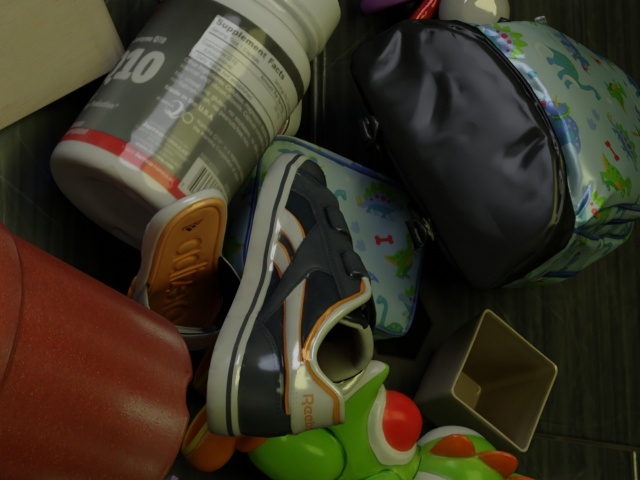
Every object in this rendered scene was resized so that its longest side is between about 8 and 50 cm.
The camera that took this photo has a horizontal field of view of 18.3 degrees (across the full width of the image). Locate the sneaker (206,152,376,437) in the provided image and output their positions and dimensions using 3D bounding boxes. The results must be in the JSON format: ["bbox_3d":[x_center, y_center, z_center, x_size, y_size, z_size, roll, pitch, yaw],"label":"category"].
[{"bbox_3d":[-0.008,0.051,1.764,0.127,0.126,0.321,4,46,9],"label":"sneaker"}]

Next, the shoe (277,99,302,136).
[{"bbox_3d":[-0.064,-0.190,1.996,0.081,0.063,0.178,9,74,-38],"label":"shoe"}]

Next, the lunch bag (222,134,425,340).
[{"bbox_3d":[0.000,0.000,1.969,0.219,0.090,0.176,22,65,-30],"label":"lunch bag"}]

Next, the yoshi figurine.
[{"bbox_3d":[0.037,0.229,1.885,0.362,0.203,0.203,27,81,-14],"label":"yoshi figurine"}]

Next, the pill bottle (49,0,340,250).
[{"bbox_3d":[-0.111,-0.137,1.851,0.161,0.161,0.283,41,67,-20],"label":"pill bottle"}]

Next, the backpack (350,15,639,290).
[{"bbox_3d":[0.215,-0.082,2.030,0.290,0.273,0.355,63,7,19],"label":"backpack"}]

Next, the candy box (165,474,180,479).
[{"bbox_3d":[-0.107,0.336,1.789,0.196,0.070,0.165,38,57,-15],"label":"candy box"}]

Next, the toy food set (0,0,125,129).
[{"bbox_3d":[-0.331,-0.209,1.801,0.306,0.092,0.219,-34,109,-37],"label":"toy food set"}]

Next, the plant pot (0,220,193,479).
[{"bbox_3d":[-0.267,0.112,1.644,0.265,0.272,0.272,25,62,-38],"label":"plant pot"}]

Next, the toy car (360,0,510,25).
[{"bbox_3d":[0.111,-0.262,2.118,0.136,0.159,0.182,-28,95,-2],"label":"toy car"}]

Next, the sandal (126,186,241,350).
[{"bbox_3d":[-0.116,0.049,1.769,0.102,0.265,0.076,-24,68,-16],"label":"sandal"}]

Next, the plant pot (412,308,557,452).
[{"bbox_3d":[0.159,0.153,2.037,0.109,0.096,0.109,39,56,-21],"label":"plant pot"}]
